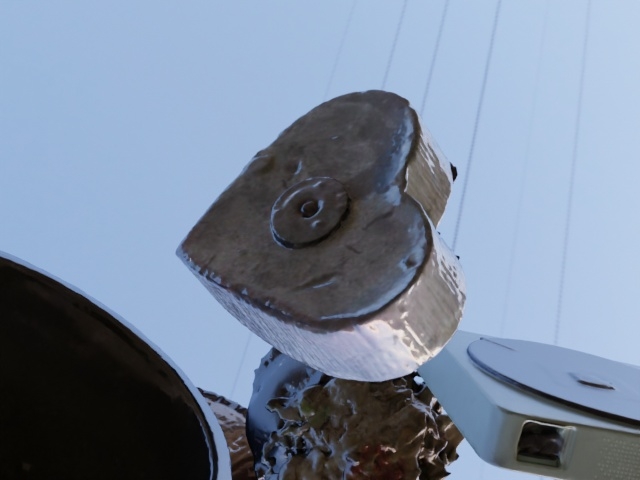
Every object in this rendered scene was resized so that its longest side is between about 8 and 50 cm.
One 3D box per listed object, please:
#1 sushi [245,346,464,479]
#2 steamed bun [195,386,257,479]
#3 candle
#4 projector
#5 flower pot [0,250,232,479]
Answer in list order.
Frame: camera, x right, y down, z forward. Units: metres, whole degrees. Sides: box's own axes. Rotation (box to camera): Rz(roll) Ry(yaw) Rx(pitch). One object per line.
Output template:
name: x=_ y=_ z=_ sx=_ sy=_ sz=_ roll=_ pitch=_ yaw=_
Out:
sushi: x=0.033 y=0.231 z=1.126 sx=0.225 sy=0.219 sz=0.238 roll=22 pitch=-81 yaw=-15
steamed bun: x=-0.201 y=0.329 z=1.289 sx=0.301 sy=0.199 sz=0.251 roll=20 pitch=-151 yaw=36
candle: x=0.000 y=0.000 z=0.596 sx=0.192 sy=0.168 sz=0.068 roll=-92 pitch=-23 yaw=-43
projector: x=0.230 y=0.155 z=0.854 sx=0.257 sy=0.259 sz=0.079 roll=12 pitch=-81 yaw=-9
flower pot: x=-0.196 y=0.123 z=0.496 sx=0.269 sy=0.166 sz=0.269 roll=30 pitch=-164 yaw=-10
